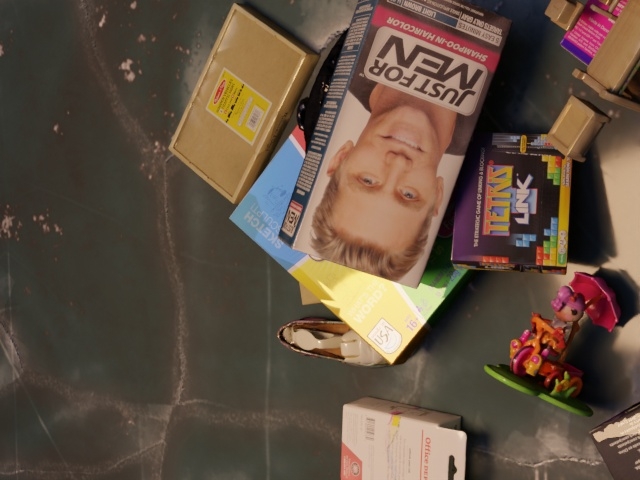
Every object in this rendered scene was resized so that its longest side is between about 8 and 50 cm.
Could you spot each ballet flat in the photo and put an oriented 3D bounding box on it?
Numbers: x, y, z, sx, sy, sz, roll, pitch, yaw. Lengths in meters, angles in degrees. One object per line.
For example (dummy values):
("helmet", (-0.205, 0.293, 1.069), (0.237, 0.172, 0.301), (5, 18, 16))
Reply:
("ballet flat", (0.031, 0.146, 1.467), (0.221, 0.079, 0.077), (1, 93, 35))

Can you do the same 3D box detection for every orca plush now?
("orca plush", (0.043, -0.195, 1.316), (0.151, 0.102, 0.287), (34, 96, 20))

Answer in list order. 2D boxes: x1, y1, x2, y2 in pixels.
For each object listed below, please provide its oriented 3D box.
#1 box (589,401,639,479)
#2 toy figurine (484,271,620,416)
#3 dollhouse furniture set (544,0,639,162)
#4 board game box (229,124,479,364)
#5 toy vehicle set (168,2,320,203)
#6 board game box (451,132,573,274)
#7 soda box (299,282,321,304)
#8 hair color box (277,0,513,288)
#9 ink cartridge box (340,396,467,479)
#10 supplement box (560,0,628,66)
("box", (0.446, 0.288, 1.125), (0.143, 0.165, 0.270), (-35, 74, 32))
("toy figurine", (0.294, 0.111, 1.241), (0.130, 0.173, 0.159), (30, 97, 48))
("dollhouse furniture set", (0.307, -0.197, 1.121), (0.182, 0.101, 0.161), (-61, 37, 23))
("board game box", (0.063, -0.024, 1.388), (0.316, 0.064, 0.242), (41, 102, 19))
("toy vehicle set", (-0.124, -0.211, 1.579), (0.166, 0.035, 0.267), (40, 115, 27))
("board game box", (0.239, -0.048, 1.265), (0.141, 0.048, 0.170), (3, 75, 12))
("soda box", (0.000, 0.000, 1.492), (0.061, 0.058, 0.181), (-9, 88, 36))
("hair color box", (0.089, -0.133, 1.251), (0.105, 0.173, 0.347), (-144, 73, -74))
("ink cartridge box", (0.127, 0.294, 1.416), (0.198, 0.067, 0.115), (7, 98, 37))
("supplement box", (0.393, -0.281, 1.156), (0.114, 0.111, 0.220), (45, 116, 24))
